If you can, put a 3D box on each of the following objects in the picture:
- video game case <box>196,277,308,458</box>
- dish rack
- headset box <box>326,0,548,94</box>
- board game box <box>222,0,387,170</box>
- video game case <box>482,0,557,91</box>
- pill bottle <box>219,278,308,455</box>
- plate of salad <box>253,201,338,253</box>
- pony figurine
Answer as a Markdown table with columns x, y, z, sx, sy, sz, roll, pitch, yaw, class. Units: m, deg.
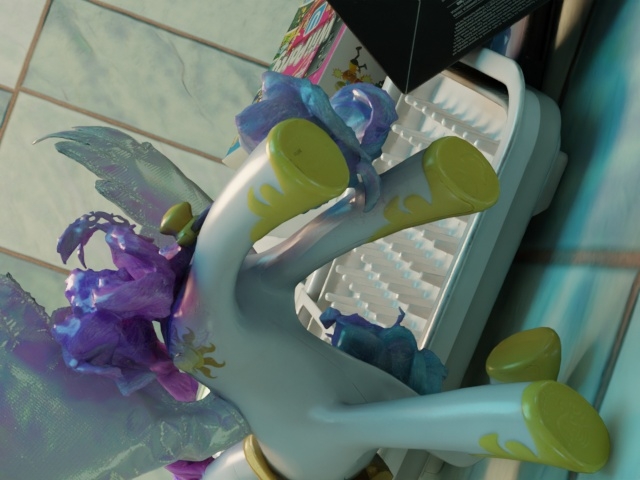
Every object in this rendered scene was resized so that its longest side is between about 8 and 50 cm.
| x | y | z | sx | sy | sz | roll | pitch | yaw | class |
| --- | --- | --- | --- | --- | --- | --- | --- | --- | --- |
| -0.034 | 0.134 | 1.344 | 0.193 | 0.023 | 0.212 | 20 | 90 | 40 | video game case |
| 0.071 | 0.018 | 1.012 | 0.285 | 0.072 | 0.333 | -128 | 57 | -70 | dish rack |
| 0.121 | -0.263 | 1.019 | 0.218 | 0.110 | 0.293 | -32 | 24 | 22 | headset box |
| 0.045 | -0.200 | 1.275 | 0.224 | 0.097 | 0.303 | -23 | 40 | 65 | board game box |
| 0.153 | -0.147 | 1.178 | 0.196 | 0.026 | 0.274 | 120 | 167 | -57 | video game case |
| -0.012 | 0.154 | 1.222 | 0.121 | 0.121 | 0.221 | -122 | 53 | -82 | pill bottle |
| 0.000 | 0.000 | 1.363 | 0.200 | 0.200 | 0.048 | -100 | 2 | -77 | plate of salad |
| -0.054 | 0.059 | 0.795 | 0.363 | 0.351 | 0.303 | -39 | 7 | 45 | pony figurine |
